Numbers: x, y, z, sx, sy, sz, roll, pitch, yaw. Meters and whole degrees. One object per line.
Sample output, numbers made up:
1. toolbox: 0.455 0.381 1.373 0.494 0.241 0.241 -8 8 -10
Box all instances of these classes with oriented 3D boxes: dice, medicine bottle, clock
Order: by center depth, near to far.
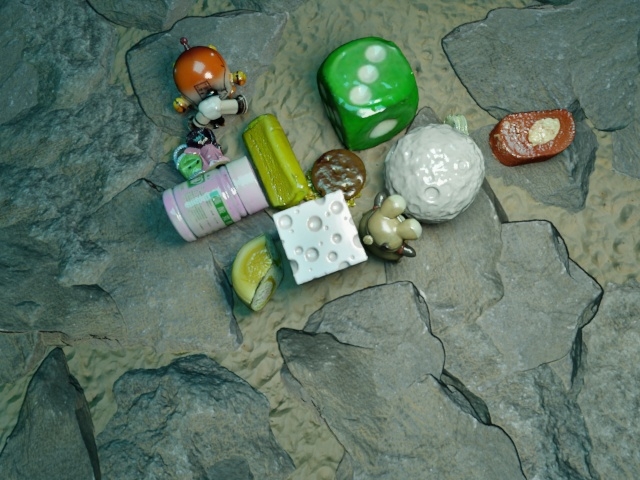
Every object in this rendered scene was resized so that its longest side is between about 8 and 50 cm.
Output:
1. medicine bottle: -0.374 -0.148 1.521 0.325 0.212 0.212 -24 75 -4
2. dice: 0.168 -0.529 1.549 0.297 0.287 0.300 -25 75 -3
3. clock: -0.472 -0.329 1.634 0.194 0.100 0.196 -31 74 -3

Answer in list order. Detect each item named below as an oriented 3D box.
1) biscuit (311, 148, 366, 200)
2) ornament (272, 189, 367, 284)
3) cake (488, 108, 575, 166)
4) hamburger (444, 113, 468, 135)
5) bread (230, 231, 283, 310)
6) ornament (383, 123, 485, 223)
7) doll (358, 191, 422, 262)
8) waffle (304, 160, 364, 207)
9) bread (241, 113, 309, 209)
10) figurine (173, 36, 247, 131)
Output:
1. biscuit: 0.068 -0.244 1.556 0.212 0.036 0.212 0 75 1
2. ornament: 0.000 0.000 1.423 0.239 0.239 0.240 -20 84 0
3. cake: 0.770 -0.372 1.544 0.282 0.151 0.177 -4 87 3
4. hamburger: 0.508 -0.407 1.573 0.062 0.133 0.140 -10 30 4
5. bread: -0.226 0.102 1.482 0.156 0.158 0.261 24 78 20
6. ornament: 0.369 -0.227 1.425 0.336 0.337 0.337 -1 75 3
7. doll: 0.216 -0.025 1.388 0.174 0.330 0.235 -36 82 -2
8. waffle: 0.044 -0.208 1.594 0.228 0.051 0.232 28 79 8
9. bread: -0.165 -0.296 1.592 0.166 0.112 0.384 -32 73 22
10. figurine: -0.456 -0.617 1.659 0.320 0.196 0.323 -24 85 4
